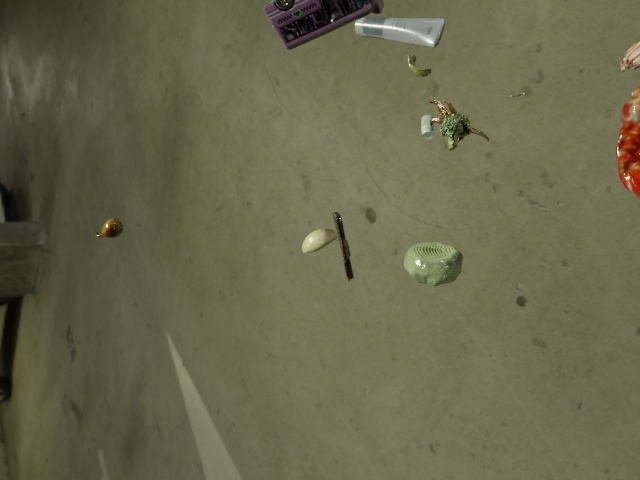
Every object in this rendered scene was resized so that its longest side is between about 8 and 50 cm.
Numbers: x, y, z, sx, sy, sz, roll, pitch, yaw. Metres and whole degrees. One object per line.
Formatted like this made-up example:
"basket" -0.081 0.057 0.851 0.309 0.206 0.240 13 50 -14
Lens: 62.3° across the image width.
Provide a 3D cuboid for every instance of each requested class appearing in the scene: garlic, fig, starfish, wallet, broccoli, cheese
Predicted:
"garlic" 0.000 0.000 1.168 0.041 0.083 0.053 63 166 18
"fig" -0.544 -0.026 1.355 0.083 0.050 0.050 -22 73 17
"starfish" 0.455 -0.390 1.771 0.238 0.213 0.057 36 86 17
"wallet" 0.081 0.019 1.843 0.122 0.031 0.233 -111 9 -76
"broccoli" 0.340 -0.274 1.336 0.097 0.095 0.092 -159 63 -74
"cheese" 0.288 -0.518 1.575 0.084 0.060 0.041 42 109 3

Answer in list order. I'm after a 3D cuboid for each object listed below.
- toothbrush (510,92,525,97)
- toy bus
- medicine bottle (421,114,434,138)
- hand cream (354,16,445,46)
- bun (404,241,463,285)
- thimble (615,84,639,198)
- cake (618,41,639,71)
"toothbrush" 0.698 -0.514 1.873 0.013 0.131 0.011 15 116 38
"toy bus" 0.009 -0.373 0.820 0.178 0.087 0.098 -15 121 27
"medicine bottle" 0.394 -0.417 1.944 0.047 0.047 0.084 -31 42 49
"hand cream" 0.211 -0.571 1.427 0.255 0.048 0.080 19 92 30
"bun" 0.362 0.083 1.693 0.195 0.195 0.119 20 116 50
"thimble" 0.826 -0.215 1.104 0.350 0.230 0.351 -171 90 -73
"cake" 0.806 -0.473 1.207 0.098 0.287 0.135 51 171 49
